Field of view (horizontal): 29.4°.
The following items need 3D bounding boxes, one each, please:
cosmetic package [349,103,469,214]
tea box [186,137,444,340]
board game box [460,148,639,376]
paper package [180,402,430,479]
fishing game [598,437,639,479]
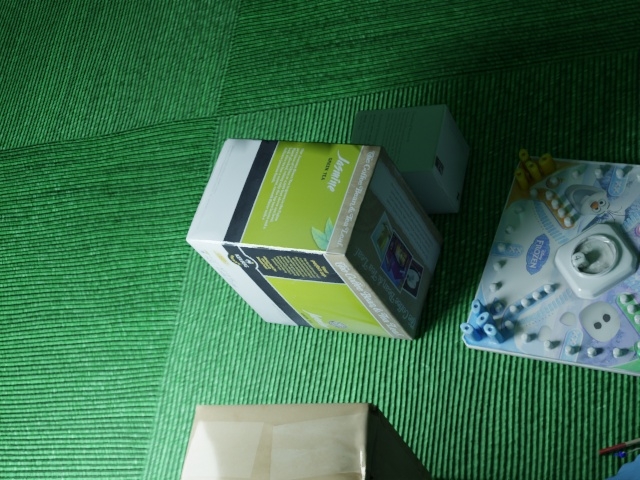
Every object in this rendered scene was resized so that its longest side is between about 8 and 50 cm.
[{"bbox_3d":[0.163,-0.147,2.282,0.183,0.151,0.151,-2,60,26],"label":"cosmetic package"},{"bbox_3d":[0.000,0.000,2.162,0.323,0.329,0.220,7,64,29],"label":"tea box"},{"bbox_3d":[0.466,0.026,2.080,0.390,0.050,0.390,7,64,31],"label":"board game box"},{"bbox_3d":[-0.018,0.392,1.940,0.324,0.309,0.168,-4,56,23],"label":"paper package"},{"bbox_3d":[0.499,0.382,1.806,0.189,0.041,0.264,-22,27,16],"label":"fishing game"}]
